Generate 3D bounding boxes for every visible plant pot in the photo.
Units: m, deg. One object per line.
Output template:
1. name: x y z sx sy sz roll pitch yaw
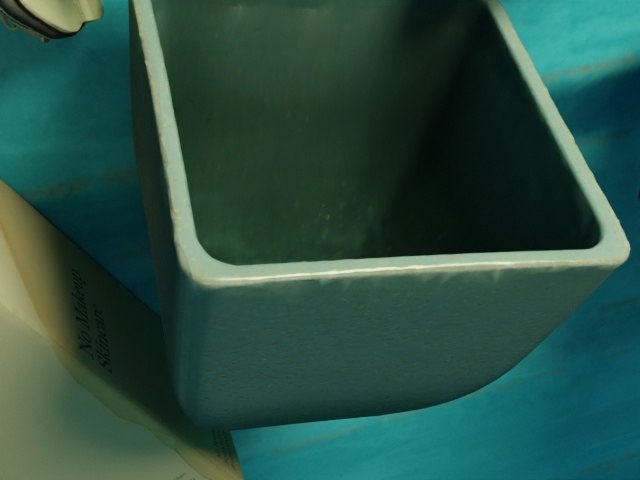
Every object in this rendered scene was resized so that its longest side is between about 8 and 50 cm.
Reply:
1. plant pot: 0.000 0.000 0.643 0.248 0.247 0.252 -2 141 -18

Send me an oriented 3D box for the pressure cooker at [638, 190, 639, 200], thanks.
1. pressure cooker: 0.462 -0.059 0.671 0.370 0.420 0.375 2 147 -45

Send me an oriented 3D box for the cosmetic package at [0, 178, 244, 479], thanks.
1. cosmetic package: -0.196 0.081 0.674 0.113 0.160 0.309 -36 129 5

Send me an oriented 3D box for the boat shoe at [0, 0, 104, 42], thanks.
1. boat shoe: -0.162 -0.136 0.554 0.043 0.137 0.049 -17 102 5
